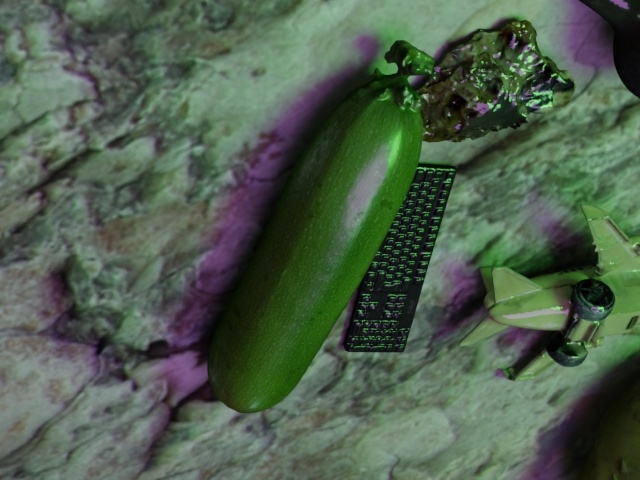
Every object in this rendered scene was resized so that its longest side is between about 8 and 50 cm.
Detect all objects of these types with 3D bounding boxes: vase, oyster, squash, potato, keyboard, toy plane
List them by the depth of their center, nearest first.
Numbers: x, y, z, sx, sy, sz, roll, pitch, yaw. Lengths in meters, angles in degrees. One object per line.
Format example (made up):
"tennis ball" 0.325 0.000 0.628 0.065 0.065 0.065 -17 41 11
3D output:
"vase" 0.262 -0.191 1.390 0.183 0.120 0.120 29 111 -14
"oyster" 0.137 -0.121 1.423 0.148 0.051 0.103 -29 121 15
"squash" 0.000 0.000 1.430 0.101 0.101 0.379 16 116 -28
"keyboard" 0.072 0.019 1.519 0.061 0.013 0.204 2 123 -20
"toy plane" 0.262 0.054 1.564 0.256 0.104 0.242 2 137 -13
"potato" 0.350 0.225 1.683 0.191 0.141 0.296 4 122 -41
